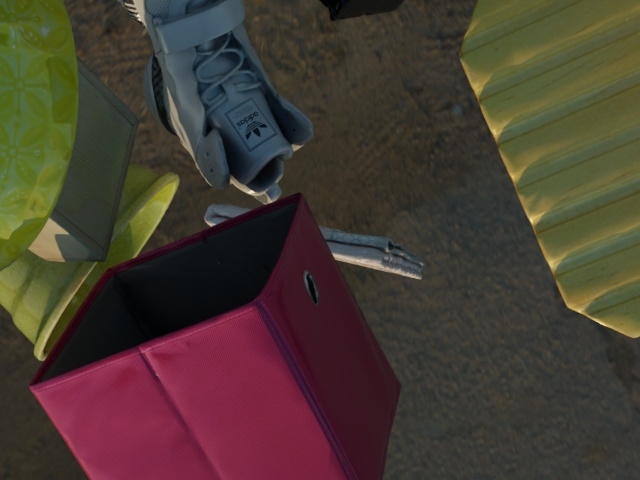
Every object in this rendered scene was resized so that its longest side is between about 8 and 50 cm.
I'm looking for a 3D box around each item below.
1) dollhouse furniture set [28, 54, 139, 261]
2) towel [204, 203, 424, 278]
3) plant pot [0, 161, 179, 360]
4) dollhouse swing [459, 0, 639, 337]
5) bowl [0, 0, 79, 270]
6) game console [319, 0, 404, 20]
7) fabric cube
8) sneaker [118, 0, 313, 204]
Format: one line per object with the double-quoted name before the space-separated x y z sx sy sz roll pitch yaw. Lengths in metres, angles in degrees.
"dollhouse furniture set" -0.414 -0.099 1.122 0.394 0.362 0.256 1 156 21
"towel" 0.000 0.000 2.053 0.317 0.332 0.053 13 88 16
"plant pot" -0.352 -0.040 1.447 0.254 0.276 0.276 36 108 1
"dollhouse swing" 0.285 -0.097 0.784 0.305 0.315 0.347 -23 94 2
"bowl" -0.332 -0.107 0.895 0.289 0.156 0.289 1 92 38
"game console" 0.033 -0.263 1.141 0.107 0.122 0.071 -11 83 -14
"fabric cube" -0.090 0.147 1.226 0.259 0.254 0.258 -21 109 18
"sneaker" -0.106 -0.194 1.281 0.137 0.210 0.366 -30 151 -18
